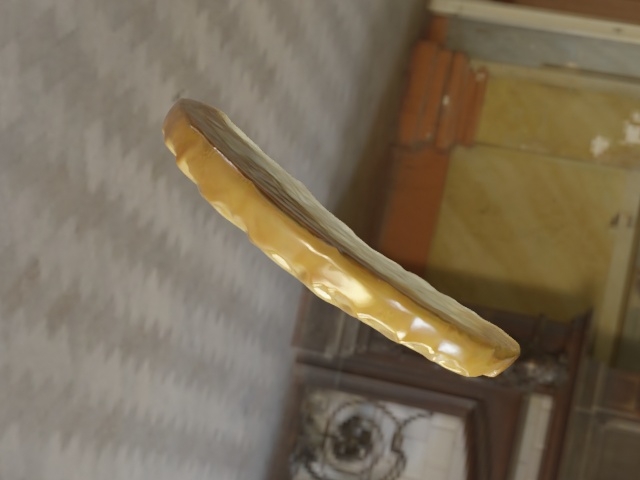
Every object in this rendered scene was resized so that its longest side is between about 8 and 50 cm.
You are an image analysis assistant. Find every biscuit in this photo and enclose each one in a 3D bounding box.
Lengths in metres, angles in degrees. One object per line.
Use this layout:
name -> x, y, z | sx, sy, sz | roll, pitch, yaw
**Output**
biscuit -> 0.000, 0.000, 0.885 | 0.040, 0.309, 0.204 | -54, 169, 8
